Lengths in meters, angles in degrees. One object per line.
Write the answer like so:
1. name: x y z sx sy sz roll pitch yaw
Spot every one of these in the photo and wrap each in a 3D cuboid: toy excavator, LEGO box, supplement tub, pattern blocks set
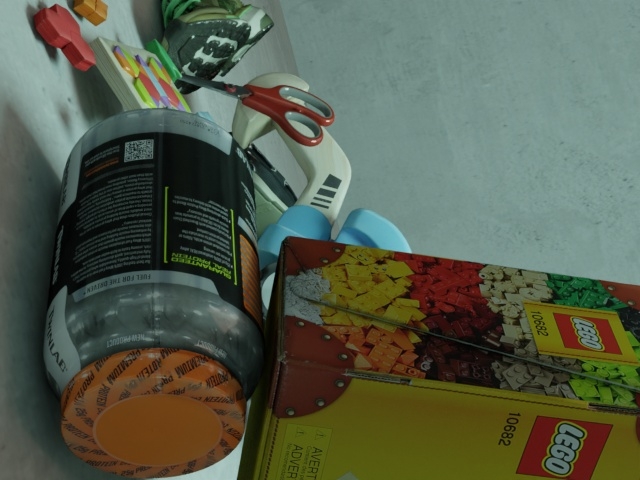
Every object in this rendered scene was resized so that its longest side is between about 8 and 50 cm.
1. toy excavator: 0.000 0.000 1.568 0.445 0.433 0.222 -61 176 -34
2. LEGO box: 0.103 0.275 1.052 0.193 0.372 0.500 -92 -167 -59
3. supplement tub: -0.150 0.043 0.976 0.193 0.193 0.316 68 11 -45
4. pattern blocks set: -0.207 -0.180 1.272 0.285 0.026 0.325 54 13 -10

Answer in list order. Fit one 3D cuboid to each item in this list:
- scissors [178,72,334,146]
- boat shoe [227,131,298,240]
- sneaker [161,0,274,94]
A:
1. scissors: -0.117 -0.220 1.553 0.021 0.297 0.109 124 -17 -45
2. boat shoe: -0.101 -0.073 1.828 0.340 0.127 0.113 46 38 -54
3. sneaker: -0.210 -0.354 1.705 0.182 0.158 0.410 44 13 -4
